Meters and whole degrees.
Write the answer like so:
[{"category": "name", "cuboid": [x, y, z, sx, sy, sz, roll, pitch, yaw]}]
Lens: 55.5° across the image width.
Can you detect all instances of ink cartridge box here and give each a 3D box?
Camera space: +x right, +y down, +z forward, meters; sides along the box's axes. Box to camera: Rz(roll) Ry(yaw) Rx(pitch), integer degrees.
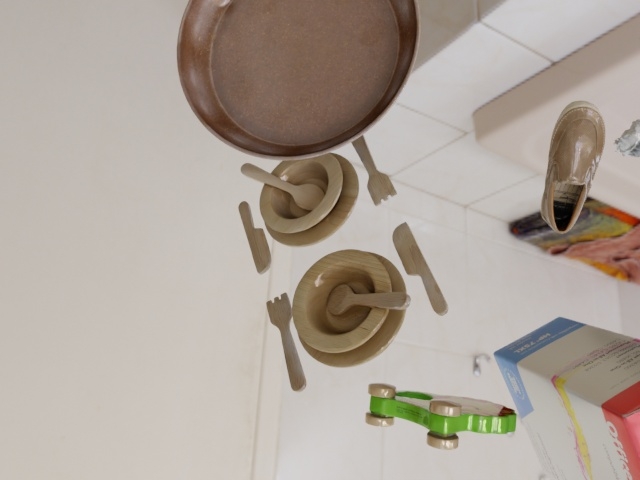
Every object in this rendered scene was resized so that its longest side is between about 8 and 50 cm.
[{"category": "ink cartridge box", "cuboid": [0.233, 0.148, 0.449, 0.078, 0.134, 0.231, -25, -175, -7]}]

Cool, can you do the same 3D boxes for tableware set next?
[{"category": "tableware set", "cuboid": [0.000, 0.000, 0.448, 0.128, 0.194, 0.039, -31, 141, 13]}]

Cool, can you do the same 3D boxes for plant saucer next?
[{"category": "plant saucer", "cuboid": [-0.016, -0.134, 0.417, 0.168, 0.168, 0.029, -1, 173, 12]}]

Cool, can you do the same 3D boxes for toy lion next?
[{"category": "toy lion", "cuboid": [0.100, 0.137, 0.488, 0.096, 0.034, 0.100, 7, 177, -43]}]

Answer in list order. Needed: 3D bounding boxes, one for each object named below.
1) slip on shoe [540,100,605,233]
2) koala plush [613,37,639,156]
[{"category": "slip on shoe", "cuboid": [0.250, -0.070, 0.607, 0.051, 0.041, 0.135, 10, 126, 8]}, {"category": "koala plush", "cuboid": [0.442, -0.137, 0.676, 0.196, 0.221, 0.203, 15, 126, 27]}]
